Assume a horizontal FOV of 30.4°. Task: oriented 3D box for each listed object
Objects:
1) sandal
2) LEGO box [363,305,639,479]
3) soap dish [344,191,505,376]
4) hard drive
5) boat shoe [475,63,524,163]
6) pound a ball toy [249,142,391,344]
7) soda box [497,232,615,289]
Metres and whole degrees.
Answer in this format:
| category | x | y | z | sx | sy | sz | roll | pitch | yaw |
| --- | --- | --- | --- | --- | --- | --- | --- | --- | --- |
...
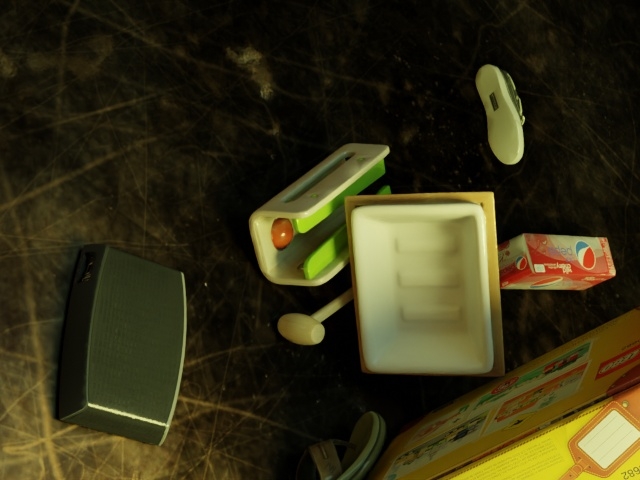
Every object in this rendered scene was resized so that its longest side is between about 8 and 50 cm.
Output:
| category | x | y | z | sx | sy | sz | roll | pitch | yaw |
| --- | --- | --- | --- | --- | --- | --- | --- | --- | --- |
| sandal | 0.002 | 0.340 | 1.690 | 0.086 | 0.120 | 0.303 | 41 | 46 | 4 |
| LEGO box | 0.308 | 0.307 | 1.642 | 0.193 | 0.500 | 0.372 | 58 | 25 | -2 |
| soap dish | 0.166 | 0.063 | 1.814 | 0.118 | 0.229 | 0.291 | -44 | 130 | -67 |
| hard drive | -0.259 | 0.135 | 1.593 | 0.172 | 0.054 | 0.255 | 23 | 56 | -33 |
| boat shoe | 0.374 | -0.251 | 2.347 | 0.070 | 0.078 | 0.219 | 8 | 63 | -39 |
| pound a ball toy | 0.000 | 0.000 | 1.868 | 0.319 | 0.135 | 0.208 | -41 | 126 | -47 |
| soda box | 0.448 | 0.043 | 2.254 | 0.263 | 0.092 | 0.083 | 3 | 67 | -41 |
